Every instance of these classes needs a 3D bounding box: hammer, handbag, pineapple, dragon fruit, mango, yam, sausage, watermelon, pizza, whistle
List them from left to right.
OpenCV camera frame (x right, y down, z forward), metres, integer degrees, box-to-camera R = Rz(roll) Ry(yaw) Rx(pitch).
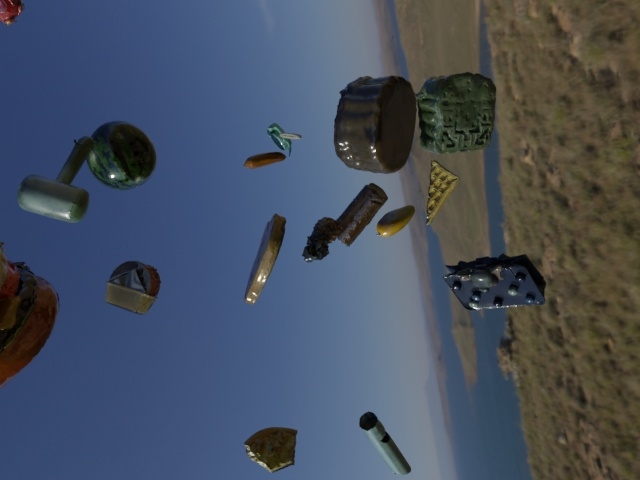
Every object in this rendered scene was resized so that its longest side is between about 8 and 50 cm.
[{"bbox_3d":[-0.909,-0.668,1.454,0.112,0.126,0.068,31,-140,-39],"label":"dragon fruit"},{"bbox_3d":[-0.820,-0.220,1.670,0.119,0.206,0.336,119,165,-57],"label":"hammer"},{"bbox_3d":[-0.827,-0.352,2.146,0.285,0.284,0.286,-9,-90,-80],"label":"watermelon"},{"bbox_3d":[-0.218,-0.320,2.021,0.062,0.183,0.054,-126,26,-47],"label":"sausage"},{"bbox_3d":[-0.102,0.475,1.181,0.159,0.036,0.099,4,-146,-43],"label":"pizza"},{"bbox_3d":[0.000,0.000,2.064,0.119,0.111,0.237,-54,3,42],"label":"pineapple"},{"bbox_3d":[0.163,-0.114,2.206,0.131,0.280,0.131,32,-157,-15],"label":"yam"},{"bbox_3d":[0.201,0.631,1.562,0.062,0.062,0.312,-86,-27,-52],"label":"whistle"},{"bbox_3d":[0.288,-0.077,1.971,0.066,0.187,0.101,57,177,-32],"label":"mango"},{"bbox_3d":[0.634,0.154,1.893,0.269,0.325,0.119,44,-130,-30],"label":"handbag"}]

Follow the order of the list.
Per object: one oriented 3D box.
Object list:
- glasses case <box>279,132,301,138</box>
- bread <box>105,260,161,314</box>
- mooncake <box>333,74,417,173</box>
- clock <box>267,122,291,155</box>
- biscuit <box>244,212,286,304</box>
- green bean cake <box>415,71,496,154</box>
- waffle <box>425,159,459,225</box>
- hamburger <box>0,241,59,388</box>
[{"bbox_3d":[-0.109,-0.380,1.863,0.032,0.083,0.021,-29,-53,-66],"label":"glasses case"},{"bbox_3d":[-0.780,0.192,2.154,0.142,0.224,0.212,63,-136,-70],"label":"bread"},{"bbox_3d":[0.179,-0.377,1.681,0.324,0.187,0.325,-25,-60,-55],"label":"mooncake"},{"bbox_3d":[-0.155,-0.399,2.034,0.135,0.041,0.101,48,168,1],"label":"clock"},{"bbox_3d":[-0.186,0.048,1.794,0.288,0.057,0.344,-87,19,-54],"label":"biscuit"},{"bbox_3d":[0.398,-0.376,1.512,0.125,0.222,0.228,-135,40,-68],"label":"green bean cake"},{"bbox_3d":[0.295,-0.126,1.362,0.097,0.153,0.023,41,-160,32],"label":"waffle"},{"bbox_3d":[-0.762,0.163,1.097,0.330,0.329,0.250,-89,-21,-45],"label":"hamburger"}]
